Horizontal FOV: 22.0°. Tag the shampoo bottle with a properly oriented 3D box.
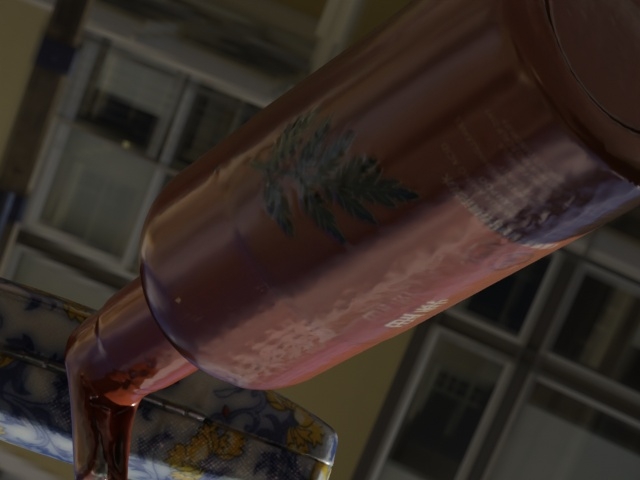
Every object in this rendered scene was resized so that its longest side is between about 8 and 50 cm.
[{"bbox_3d":[0.000,-0.002,0.500,0.085,0.244,0.085,25,-132,-32],"label":"shampoo bottle"}]

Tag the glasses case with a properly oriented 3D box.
[{"bbox_3d":[-0.113,0.059,0.702,0.248,0.065,0.087,21,164,-14],"label":"glasses case"}]
